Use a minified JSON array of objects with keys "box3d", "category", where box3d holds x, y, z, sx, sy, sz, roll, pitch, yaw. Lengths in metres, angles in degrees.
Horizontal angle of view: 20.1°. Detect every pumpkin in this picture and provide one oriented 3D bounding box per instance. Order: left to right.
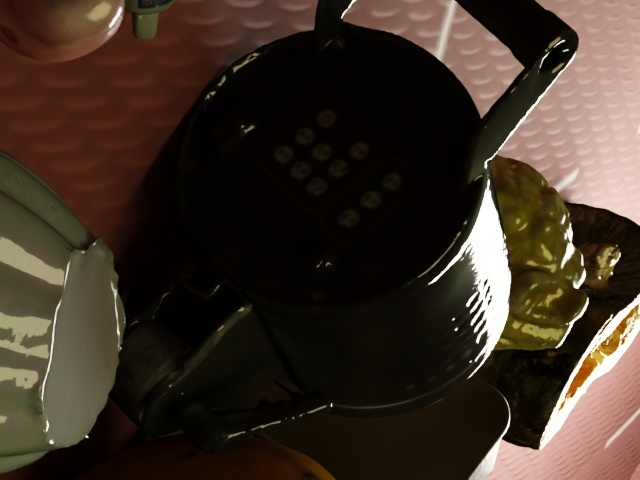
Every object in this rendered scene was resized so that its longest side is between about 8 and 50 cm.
[{"box3d":[0.263,0.071,1.918,0.317,0.139,0.222,-35,149,-45],"category":"pumpkin"}]

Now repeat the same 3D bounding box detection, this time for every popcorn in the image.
[{"box3d":[0.132,0.012,1.556,0.187,0.167,0.185,-34,-140,60],"category":"popcorn"}]

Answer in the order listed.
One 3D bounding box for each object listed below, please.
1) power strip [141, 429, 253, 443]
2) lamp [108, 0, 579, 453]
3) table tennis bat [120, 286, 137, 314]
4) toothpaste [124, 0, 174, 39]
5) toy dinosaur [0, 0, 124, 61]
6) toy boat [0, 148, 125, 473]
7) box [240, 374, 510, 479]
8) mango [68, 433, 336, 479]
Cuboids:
[{"box3d":[-0.142,0.289,1.411,0.091,0.062,0.385,-20,134,-58],"category":"power strip"},{"box3d":[0.031,-0.012,1.236,0.374,0.205,0.272,-49,155,8],"category":"lamp"},{"box3d":[-0.146,0.069,1.217,0.083,0.007,0.050,-63,157,10],"category":"table tennis bat"},{"box3d":[-0.094,-0.194,0.985,0.057,0.034,0.197,-50,154,-46],"category":"toothpaste"},{"box3d":[-0.127,-0.169,0.724,0.152,0.194,0.177,-29,114,-22],"category":"toy dinosaur"},{"box3d":[-0.172,0.048,0.961,0.290,0.100,0.199,73,29,-76],"category":"toy boat"},{"box3d":[0.040,0.153,1.463,0.144,0.201,0.090,-50,159,-27],"category":"box"},{"box3d":[-0.089,0.220,1.213,0.160,0.290,0.191,50,36,-31],"category":"mango"}]
